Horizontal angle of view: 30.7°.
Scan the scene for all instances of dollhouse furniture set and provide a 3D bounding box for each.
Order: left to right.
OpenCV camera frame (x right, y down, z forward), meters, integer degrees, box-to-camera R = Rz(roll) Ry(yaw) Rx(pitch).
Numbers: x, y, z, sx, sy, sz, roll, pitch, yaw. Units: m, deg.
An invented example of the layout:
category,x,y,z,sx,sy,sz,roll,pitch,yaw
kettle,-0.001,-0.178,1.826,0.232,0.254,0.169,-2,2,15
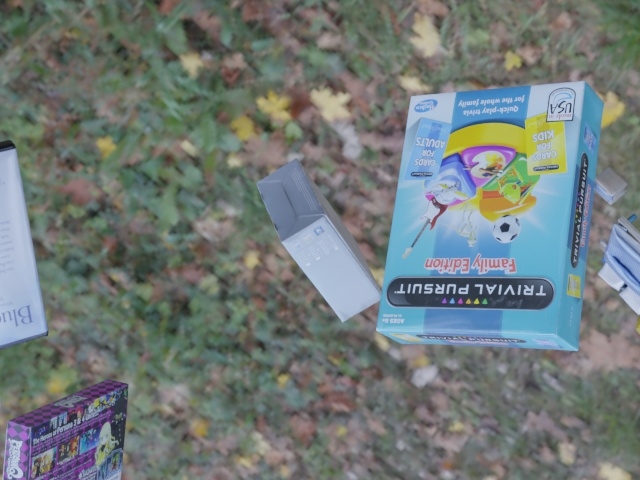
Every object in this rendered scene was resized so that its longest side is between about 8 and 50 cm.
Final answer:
category,x,y,z,sx,sy,sz,roll,pitch,yaw
dollhouse furniture set,0.444,0.031,1.921,0.303,0.198,0.286,49,175,19

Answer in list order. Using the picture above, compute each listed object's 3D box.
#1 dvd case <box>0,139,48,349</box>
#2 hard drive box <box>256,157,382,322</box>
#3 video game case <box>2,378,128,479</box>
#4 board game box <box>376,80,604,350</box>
category,x,y,z,sx,sy,sz,roll,pitch,yaw
dvd case,-0.411,0.024,1.304,0.022,0.180,0.253,40,139,50
hard drive box,0.000,0.000,2.027,0.232,0.089,0.181,53,-172,-39
video game case,-0.335,0.309,1.528,0.042,0.210,0.232,11,-169,20
board game box,0.221,-0.032,1.521,0.254,0.336,0.079,-1,161,34
